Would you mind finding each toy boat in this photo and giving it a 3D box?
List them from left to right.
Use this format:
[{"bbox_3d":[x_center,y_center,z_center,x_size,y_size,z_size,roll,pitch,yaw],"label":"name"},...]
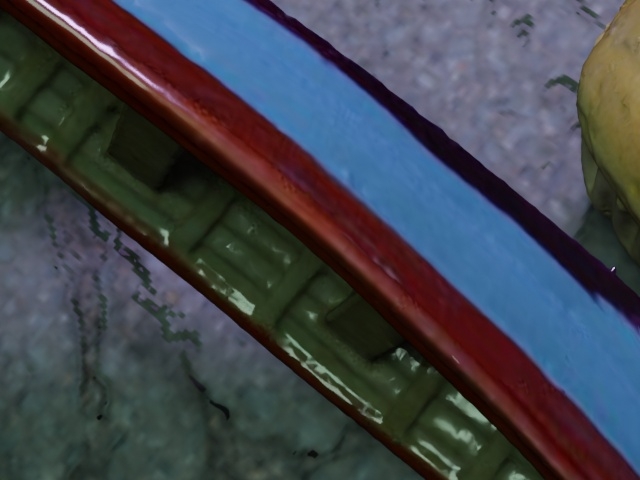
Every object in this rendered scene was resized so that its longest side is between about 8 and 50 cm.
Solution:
[{"bbox_3d":[0.000,0.000,0.439,0.392,0.136,0.079,38,73,-4],"label":"toy boat"}]

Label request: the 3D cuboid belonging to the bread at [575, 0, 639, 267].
[{"bbox_3d":[0.184,-0.003,0.433,0.140,0.106,0.236,-45,68,-5],"label":"bread"}]
